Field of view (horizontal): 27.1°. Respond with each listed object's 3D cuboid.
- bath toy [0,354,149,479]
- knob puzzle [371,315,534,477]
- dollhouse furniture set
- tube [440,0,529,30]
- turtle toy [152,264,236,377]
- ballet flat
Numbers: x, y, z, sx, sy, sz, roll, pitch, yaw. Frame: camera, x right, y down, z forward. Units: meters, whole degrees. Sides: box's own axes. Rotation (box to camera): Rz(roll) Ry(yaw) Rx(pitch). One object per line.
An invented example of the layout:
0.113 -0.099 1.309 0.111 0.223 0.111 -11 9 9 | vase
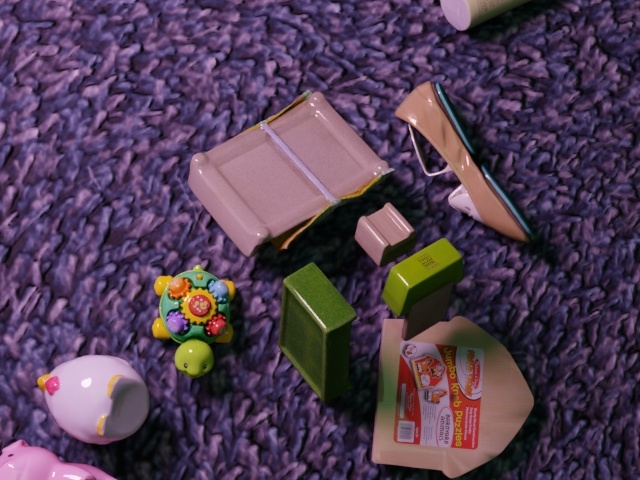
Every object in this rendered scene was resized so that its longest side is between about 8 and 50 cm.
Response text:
-0.303 0.281 1.421 0.129 0.151 0.348 13 77 33 | bath toy
0.159 0.187 1.585 0.213 0.030 0.213 2 81 -13 | knob puzzle
0.000 0.000 1.554 0.198 0.151 0.301 -29 61 -20 | dollhouse furniture set
0.262 -0.337 1.672 0.240 0.062 0.070 -30 133 -20 | tube
-0.142 0.092 1.509 0.095 0.066 0.130 4 81 -13 | turtle toy
0.171 -0.083 1.614 0.073 0.080 0.232 -33 88 13 | ballet flat
